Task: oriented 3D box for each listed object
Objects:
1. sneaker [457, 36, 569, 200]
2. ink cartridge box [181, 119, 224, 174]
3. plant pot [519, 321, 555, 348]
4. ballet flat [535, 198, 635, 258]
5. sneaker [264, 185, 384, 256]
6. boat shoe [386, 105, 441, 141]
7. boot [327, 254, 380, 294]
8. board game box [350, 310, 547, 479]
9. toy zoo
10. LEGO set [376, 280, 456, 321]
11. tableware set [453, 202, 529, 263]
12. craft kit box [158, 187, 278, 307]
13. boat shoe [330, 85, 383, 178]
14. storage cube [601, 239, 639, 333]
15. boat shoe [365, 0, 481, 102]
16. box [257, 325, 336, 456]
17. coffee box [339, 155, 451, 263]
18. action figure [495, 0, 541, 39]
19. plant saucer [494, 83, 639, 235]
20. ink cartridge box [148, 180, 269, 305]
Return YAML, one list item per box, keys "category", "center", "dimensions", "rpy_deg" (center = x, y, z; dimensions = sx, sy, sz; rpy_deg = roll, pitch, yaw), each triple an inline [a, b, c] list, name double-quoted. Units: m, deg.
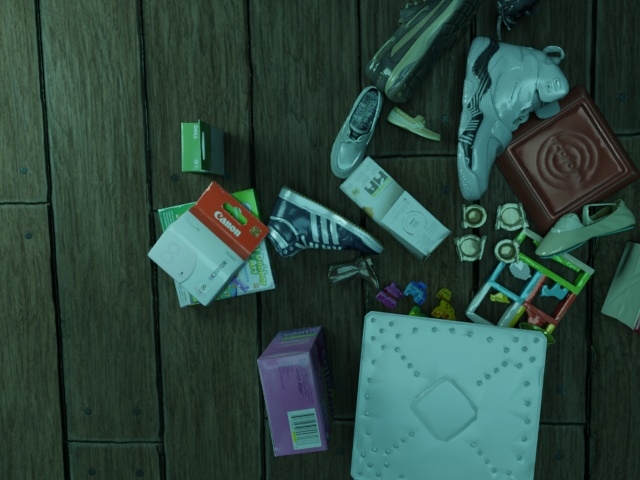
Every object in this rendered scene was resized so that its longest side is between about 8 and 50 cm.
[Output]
- category: "sneaker"
  center: [0.410, -0.262, 1.184]
  dimensions: [0.210, 0.137, 0.366]
  rpy_deg: [6, 82, 16]
- category: "ink cartridge box"
  center: [-0.273, -0.207, 1.252]
  dimensions: [0.062, 0.209, 0.109]
  rpy_deg: [1, 95, 3]
- category: "plant pot"
  center: [0.478, 0.243, 1.255]
  dimensions: [0.083, 0.083, 0.079]
  rpy_deg: [21, 109, 4]
- category: "ballet flat"
  center: [0.585, -0.034, 1.230]
  dimensions: [0.248, 0.086, 0.086]
  rpy_deg: [-18, 93, -11]
- category: "sneaker"
  center: [0.000, 0.000, 1.297]
  dimensions: [0.282, 0.099, 0.153]
  rpy_deg: [29, 92, 10]
- category: "boat shoe"
  center: [0.222, -0.271, 1.277]
  dimensions: [0.135, 0.050, 0.045]
  rpy_deg: [25, 102, 3]
- category: "boot"
  center: [0.080, 0.096, 1.329]
  dimensions: [0.114, 0.037, 0.107]
  rpy_deg: [-18, 80, 4]
- category: "board game box"
  center: [0.278, 0.370, 1.225]
  dimensions: [0.389, 0.050, 0.391]
  rpy_deg: [5, 92, 13]
- category: "toy zoo"
  center: [0.476, 0.140, 1.296]
  dimensions: [0.192, 0.030, 0.293]
  rpy_deg: [31, 97, 2]
- category: "LEGO set"
  center: [0.257, 0.149, 1.300]
  dimensions: [0.227, 0.093, 0.087]
  rpy_deg: [35, 128, -3]
- category: "tableware set"
  center: [0.396, -0.018, 1.280]
  dimensions: [0.168, 0.020, 0.141]
  rpy_deg: [2, 88, 18]
- category: "craft kit box"
  center: [-0.250, 0.019, 1.350]
  dimensions: [0.246, 0.061, 0.250]
  rpy_deg: [-13, 94, 4]
- category: "boat shoe"
  center: [0.082, -0.254, 1.277]
  dimensions: [0.079, 0.081, 0.228]
  rpy_deg: [23, 96, 3]
- category: "storage cube"
  center: [0.764, 0.117, 1.189]
  dimensions: [0.193, 0.183, 0.215]
  rpy_deg: [17, 97, 6]
- category: "boat shoe"
  center: [0.228, -0.474, 1.211]
  dimensions: [0.130, 0.132, 0.355]
  rpy_deg: [37, 82, 19]
- category: "box"
  center: [-0.046, 0.333, 1.258]
  dimensions: [0.117, 0.243, 0.214]
  rpy_deg: [-10, 93, 6]
- category: "coffee box"
  center: [0.167, -0.071, 1.255]
  dimensions: [0.246, 0.141, 0.098]
  rpy_deg: [43, 97, 2]
- category: "action figure"
  center: [0.437, -0.569, 1.176]
  dimensions: [0.141, 0.164, 0.276]
  rpy_deg: [39, 83, 6]
- category: "plant saucer"
  center: [0.558, -0.182, 1.253]
  dimensions: [0.259, 0.048, 0.259]
  rpy_deg: [-33, 91, 7]
- category: "ink cartridge box"
  center: [-0.263, 0.007, 1.287]
  dimensions: [0.189, 0.066, 0.232]
  rpy_deg: [41, 106, 5]
